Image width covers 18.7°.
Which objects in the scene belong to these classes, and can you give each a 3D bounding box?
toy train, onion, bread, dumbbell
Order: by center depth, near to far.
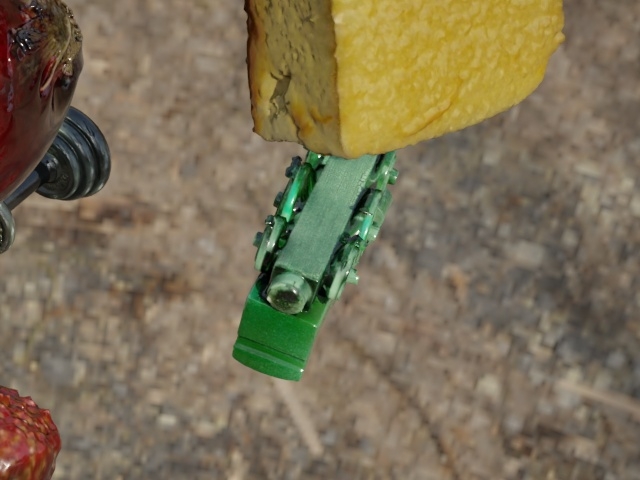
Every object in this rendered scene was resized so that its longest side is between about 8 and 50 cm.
[{"bbox_3d":[0.043,-0.199,1.081,0.185,0.274,0.114,-18,26,-35],"label":"bread"},{"bbox_3d":[0.000,0.000,1.255,0.071,0.104,0.178,21,42,5],"label":"toy train"},{"bbox_3d":[-0.318,-0.134,1.445,0.285,0.273,0.273,-16,39,7],"label":"onion"},{"bbox_3d":[-0.305,-0.050,1.939,0.110,0.110,0.254,26,41,17],"label":"dumbbell"}]

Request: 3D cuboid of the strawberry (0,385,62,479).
[{"bbox_3d":[-0.430,0.253,2.038,0.292,0.292,0.343,-14,13,-29],"label":"strawberry"}]
